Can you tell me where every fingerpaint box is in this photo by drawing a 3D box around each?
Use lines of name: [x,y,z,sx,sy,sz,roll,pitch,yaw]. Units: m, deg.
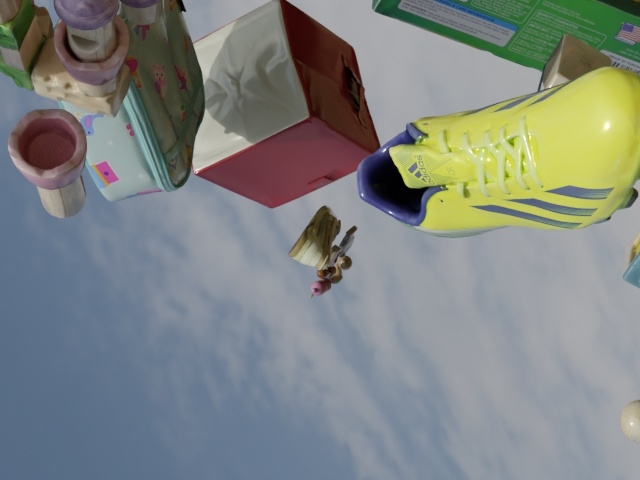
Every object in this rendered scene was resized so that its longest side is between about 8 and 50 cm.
fingerpaint box: [0.309,-0.436,1.948,0.444,0.163,0.371,18,-131,-16]

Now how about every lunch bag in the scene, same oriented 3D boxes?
lunch bag: [-0.209,-0.184,1.532,0.279,0.108,0.224,-81,-26,-57]

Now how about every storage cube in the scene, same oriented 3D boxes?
storage cube: [-0.061,-0.175,1.767,0.193,0.215,0.184,24,-132,-58]

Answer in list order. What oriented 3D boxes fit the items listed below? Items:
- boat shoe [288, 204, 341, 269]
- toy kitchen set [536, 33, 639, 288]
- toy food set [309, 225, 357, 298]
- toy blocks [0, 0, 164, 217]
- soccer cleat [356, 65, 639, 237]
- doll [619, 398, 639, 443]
boat shoe: [0.001,-0.001,1.643,0.048,0.056,0.153,34,-164,0]
toy kitchen set: [0.270,-0.058,1.238,0.207,0.166,0.122,29,-151,0]
toy food set: [0.017,0.036,1.710,0.019,0.122,0.078,41,-115,14]
toy blocks: [-0.292,-0.230,1.163,0.260,0.288,0.309,99,-169,-68]
soccer cleat: [0.115,-0.051,0.893,0.121,0.289,0.093,4,-98,-21]
doll: [0.321,0.137,1.066,0.129,0.189,0.046,25,-115,-38]
